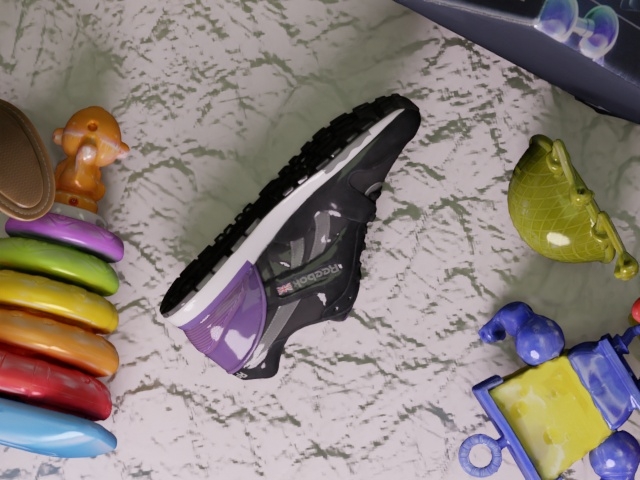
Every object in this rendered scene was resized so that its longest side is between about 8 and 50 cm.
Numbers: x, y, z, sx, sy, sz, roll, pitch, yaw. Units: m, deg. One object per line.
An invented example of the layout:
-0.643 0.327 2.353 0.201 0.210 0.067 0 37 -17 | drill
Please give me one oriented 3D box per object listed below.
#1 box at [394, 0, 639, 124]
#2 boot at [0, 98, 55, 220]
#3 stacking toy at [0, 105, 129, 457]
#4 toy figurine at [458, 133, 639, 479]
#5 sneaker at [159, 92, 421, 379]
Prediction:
0.271 -0.310 1.393 0.293 0.212 0.396 22 93 -38 | box
-0.304 -0.073 1.500 0.073 0.152 0.197 -36 81 -28 | boot
-0.230 0.028 1.513 0.175 0.166 0.302 13 80 2 | stacking toy
0.196 0.115 1.483 0.217 0.191 0.363 -32 89 6 | toy figurine
0.000 0.000 1.535 0.283 0.107 0.124 -45 105 5 | sneaker
